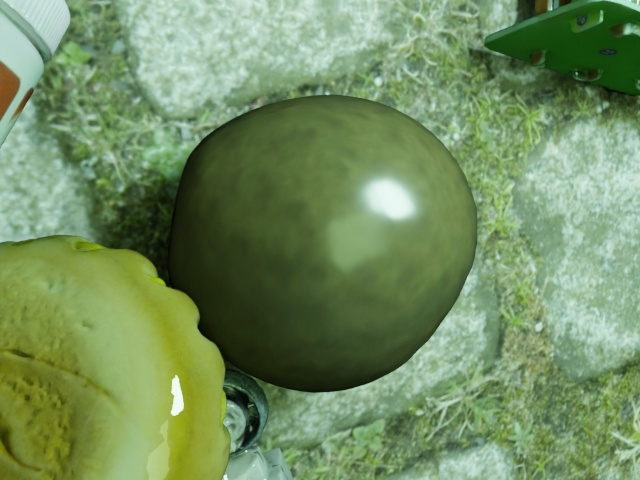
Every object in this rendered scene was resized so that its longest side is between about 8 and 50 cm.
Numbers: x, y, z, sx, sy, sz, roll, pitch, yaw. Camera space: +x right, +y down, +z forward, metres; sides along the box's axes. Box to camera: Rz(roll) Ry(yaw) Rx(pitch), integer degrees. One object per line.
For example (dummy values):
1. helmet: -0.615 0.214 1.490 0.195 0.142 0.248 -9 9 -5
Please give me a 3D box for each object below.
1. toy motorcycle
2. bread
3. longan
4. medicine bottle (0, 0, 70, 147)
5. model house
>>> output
1. toy motorcycle: -0.122 0.292 0.714 0.222 0.108 0.341 -18 113 0
2. bread: -0.223 0.145 0.588 0.333 0.333 0.160 -62 156 -9
3. longan: -0.001 0.001 0.681 0.297 0.297 0.297 -1 94 -24
4. medicine bottle: -0.358 -0.138 0.520 0.252 0.252 0.241 30 82 -22
5. model house: 0.415 -0.371 0.804 0.300 0.340 0.324 7 86 -25
